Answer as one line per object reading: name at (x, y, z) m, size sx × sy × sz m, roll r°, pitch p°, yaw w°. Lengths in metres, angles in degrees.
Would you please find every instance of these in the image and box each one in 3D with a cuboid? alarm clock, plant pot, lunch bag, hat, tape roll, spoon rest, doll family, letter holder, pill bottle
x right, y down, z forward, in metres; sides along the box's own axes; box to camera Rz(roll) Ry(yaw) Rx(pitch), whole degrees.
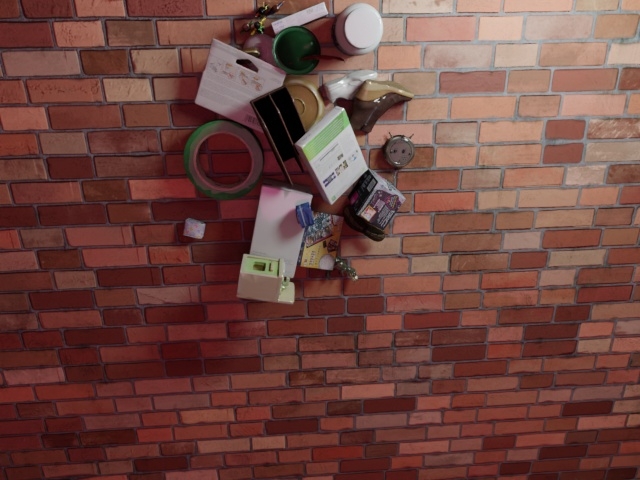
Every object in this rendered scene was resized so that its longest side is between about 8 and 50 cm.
alarm clock at (0.328, -0.354, 1.955) m, size 0.129 × 0.064 × 0.192 m, roll 2°, pitch 114°, yaw -5°
plant pot at (-0.099, -0.533, 1.871) m, size 0.235 × 0.032 × 0.237 m, roll -2°, pitch 111°, yaw -4°
lunch bag at (-0.064, -0.098, 1.859) m, size 0.065 × 0.067 × 0.099 m, roll -15°, pitch 114°, yaw 0°
hat at (-0.050, -0.680, 1.626) m, size 0.208 × 0.183 × 0.173 m, roll -12°, pitch 103°, yaw -14°
tape roll at (-0.391, -0.329, 1.904) m, size 0.320 × 0.077 × 0.322 m, roll -1°, pitch 111°, yaw -3°
lunch bag at (-0.542, -0.051, 2.012) m, size 0.083 × 0.053 × 0.071 m, roll 14°, pitch 107°, yaw 1°
spoon rest at (-0.162, -0.712, 1.785) m, size 0.275 × 0.084 × 0.138 m, roll 9°, pitch 109°, yaw 7°
doll family at (-0.214, -0.818, 1.712) m, size 0.076 × 0.111 × 0.193 m, roll 38°, pitch 103°, yaw -16°
letter holder at (-0.122, -0.387, 1.765) m, size 0.151 × 0.215 × 0.302 m, roll -25°, pitch 135°, yaw -1°
pill bottle at (0.130, -0.748, 1.660) m, size 0.169 × 0.302 × 0.170 m, roll -1°, pitch 111°, yaw -4°

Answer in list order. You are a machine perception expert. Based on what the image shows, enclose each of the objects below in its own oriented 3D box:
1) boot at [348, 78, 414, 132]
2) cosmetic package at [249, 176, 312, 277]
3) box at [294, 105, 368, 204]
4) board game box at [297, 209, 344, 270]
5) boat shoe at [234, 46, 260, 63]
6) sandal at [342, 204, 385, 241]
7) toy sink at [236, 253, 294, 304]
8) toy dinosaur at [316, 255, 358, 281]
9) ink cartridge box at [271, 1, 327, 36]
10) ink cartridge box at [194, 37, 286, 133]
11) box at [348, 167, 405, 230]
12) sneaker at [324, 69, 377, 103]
boot at (0.237, -0.534, 1.878) m, size 0.248 × 0.090 × 0.207 m, roll 1°, pitch 132°, yaw -25°
cosmetic package at (-0.178, -0.055, 1.983) m, size 0.217 × 0.156 × 0.386 m, roll 12°, pitch 108°, yaw -9°
box at (0.051, -0.327, 1.833) m, size 0.232 × 0.058 × 0.322 m, roll -45°, pitch 139°, yaw -13°
board game box at (0.000, 0.000, 2.017) m, size 0.164 × 0.042 × 0.244 m, roll 9°, pitch 96°, yaw -28°
boat shoe at (-0.307, -0.699, 1.750) m, size 0.177 × 0.064 × 0.060 m, roll -4°, pitch 76°, yaw 26°
sandal at (0.192, -0.078, 2.044) m, size 0.219 × 0.060 × 0.090 m, roll 31°, pitch 122°, yaw -2°
toy sink at (-0.212, 0.153, 1.896) m, size 0.233 × 0.153 × 0.131 m, roll 10°, pitch 117°, yaw -7°
toy dinosaur at (0.049, 0.109, 2.113) m, size 0.268 × 0.064 × 0.118 m, roll 43°, pitch 97°, yaw -13°
ink cartridge box at (-0.079, -0.819, 1.729) m, size 0.206 × 0.097 × 0.046 m, roll -20°, pitch 111°, yaw 3°
ink cartridge box at (-0.303, -0.589, 1.782) m, size 0.296 × 0.066 × 0.261 m, roll 22°, pitch 121°, yaw -9°
box at (0.228, -0.175, 1.914) m, size 0.142 × 0.247 × 0.163 m, roll 29°, pitch 106°, yaw -16°
sneaker at (0.126, -0.606, 1.846) m, size 0.212 × 0.080 × 0.094 m, roll -15°, pitch 124°, yaw 8°
